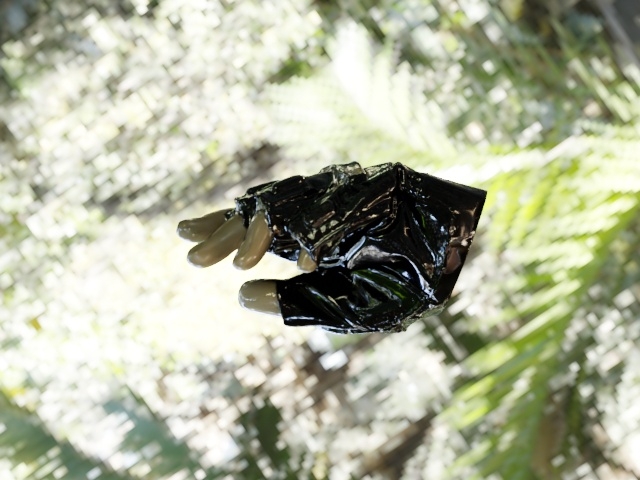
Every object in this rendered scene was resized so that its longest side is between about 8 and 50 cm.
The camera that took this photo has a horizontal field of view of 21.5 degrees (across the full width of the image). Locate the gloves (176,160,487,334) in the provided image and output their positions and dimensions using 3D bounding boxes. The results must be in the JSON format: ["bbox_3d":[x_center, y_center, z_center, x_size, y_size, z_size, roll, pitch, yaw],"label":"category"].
[{"bbox_3d":[0.000,0.000,1.217,0.203,0.164,0.124,17,-138,-1],"label":"gloves"}]
